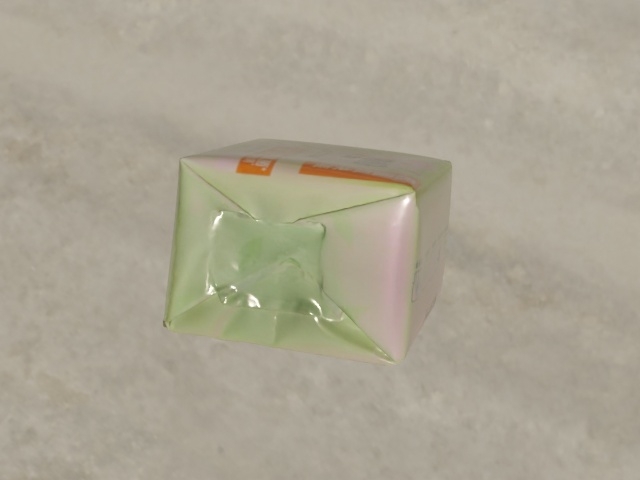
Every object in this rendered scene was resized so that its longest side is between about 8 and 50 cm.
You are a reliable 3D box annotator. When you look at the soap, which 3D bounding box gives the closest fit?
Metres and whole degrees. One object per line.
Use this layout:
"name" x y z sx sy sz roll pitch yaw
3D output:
"soap" 0.000 0.000 0.823 0.182 0.199 0.139 9 102 13
